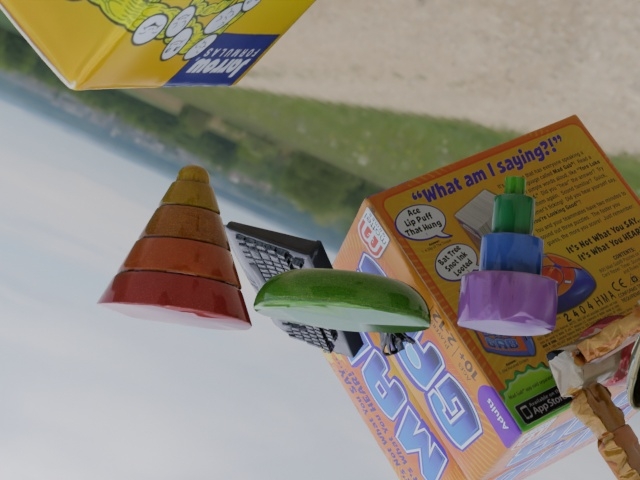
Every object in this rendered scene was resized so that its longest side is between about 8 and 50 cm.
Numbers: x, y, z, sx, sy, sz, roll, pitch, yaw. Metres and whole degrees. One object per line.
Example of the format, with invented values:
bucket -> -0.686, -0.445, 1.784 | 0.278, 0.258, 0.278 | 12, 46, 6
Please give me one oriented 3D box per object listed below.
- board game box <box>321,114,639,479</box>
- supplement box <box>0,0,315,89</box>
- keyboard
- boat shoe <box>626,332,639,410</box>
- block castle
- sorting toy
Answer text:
board game box -> 0.249, 0.112, 1.795 | 0.356, 0.357, 0.356 | 58, 153, 20
supplement box -> -0.025, -0.264, 0.657 | 0.195, 0.356, 0.194 | 50, -160, 8
keyboard -> 0.005, 0.074, 1.552 | 0.202, 0.033, 0.317 | 13, 159, 17
boat shoe -> 0.271, 0.063, 0.969 | 0.068, 0.072, 0.190 | 26, 141, 17
block castle -> 0.495, 0.125, 1.376 | 0.213, 0.453, 0.303 | -10, -115, -53
sorting toy -> 0.000, 0.000, 0.962 | 0.366, 0.126, 0.127 | -1, 166, 31
